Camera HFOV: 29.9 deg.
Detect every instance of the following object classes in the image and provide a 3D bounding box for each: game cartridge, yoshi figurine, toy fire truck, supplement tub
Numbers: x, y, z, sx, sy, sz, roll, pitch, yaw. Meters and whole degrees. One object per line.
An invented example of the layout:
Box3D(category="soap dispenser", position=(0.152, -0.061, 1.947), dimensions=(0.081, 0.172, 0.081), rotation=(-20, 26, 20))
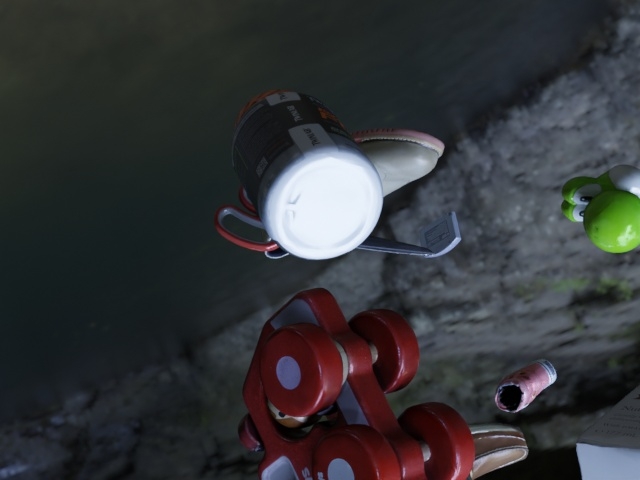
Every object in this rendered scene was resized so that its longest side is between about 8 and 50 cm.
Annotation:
Box3D(category="game cartridge", position=(0.192, -0.006, 1.926), dimensions=(0.017, 0.056, 0.083), rotation=(9, 153, -35))
Box3D(category="yoshi figurine", position=(0.601, -0.049, 2.062), dimensions=(0.362, 0.203, 0.203), rotation=(-3, 178, 7))
Box3D(category="toy fire truck", position=(0.005, 0.223, 1.354), dimensions=(0.169, 0.302, 0.254), rotation=(-7, 152, -47))
Box3D(category="supplement tub", position=(-0.020, -0.072, 1.159), dimensions=(0.117, 0.117, 0.190), rotation=(-21, -148, -6))

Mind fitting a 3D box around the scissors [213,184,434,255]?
Box3D(category="scissors", position=(0.000, 0.000, 1.631), dimensions=(0.109, 0.297, 0.021), rotation=(-61, 168, -24))

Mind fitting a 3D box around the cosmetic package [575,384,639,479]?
Box3D(category="cosmetic package", position=(0.479, 0.222, 1.355), dimensions=(0.217, 0.156, 0.385), rotation=(-3, -164, 39))

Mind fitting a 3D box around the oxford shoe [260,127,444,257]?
Box3D(category="oxford shoe", position=(0.046, -0.067, 1.908), dimensions=(0.140, 0.146, 0.397), rotation=(21, 153, -32))

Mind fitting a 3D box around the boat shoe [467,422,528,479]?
Box3D(category="boat shoe", position=(0.186, 0.394, 1.972), dimensions=(0.324, 0.120, 0.122), rotation=(-14, 147, -3))

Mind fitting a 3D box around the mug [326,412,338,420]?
Box3D(category="mug", position=(0.082, 0.364, 2.262), dimensions=(0.113, 0.150, 0.169), rotation=(-10, 176, 25))

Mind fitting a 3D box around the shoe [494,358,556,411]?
Box3D(category="shoe", position=(0.325, 0.259, 2.037), dimensions=(0.081, 0.063, 0.178), rotation=(-27, 167, -30))

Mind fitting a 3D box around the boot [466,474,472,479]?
Box3D(category="boot", position=(0.081, 0.373, 1.709), dimensions=(0.236, 0.085, 0.178), rotation=(-27, -163, -30))
